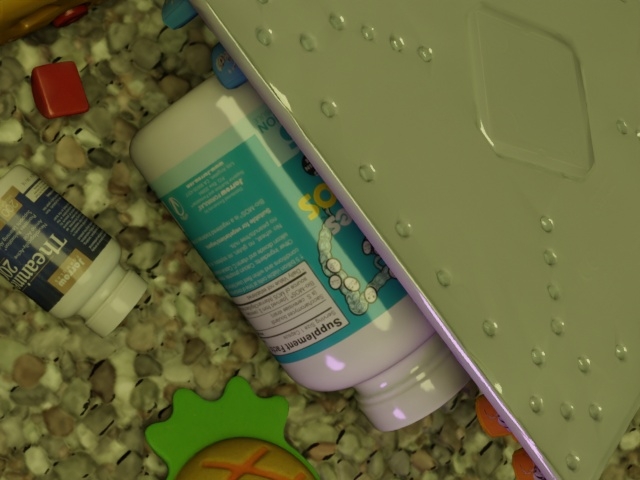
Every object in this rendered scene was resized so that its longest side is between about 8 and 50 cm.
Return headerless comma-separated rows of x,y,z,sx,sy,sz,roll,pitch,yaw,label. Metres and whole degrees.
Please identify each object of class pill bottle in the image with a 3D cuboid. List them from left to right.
-0.178,0.010,0.707,0.120,0.067,0.067,41,79,-11,pill bottle
0.000,0.000,0.718,0.146,0.146,0.264,-38,99,-14,pill bottle

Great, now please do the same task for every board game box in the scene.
0.130,-0.093,0.723,0.390,0.050,0.390,53,49,-8,board game box

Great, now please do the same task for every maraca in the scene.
-0.055,0.185,0.726,0.127,0.099,0.185,-9,65,-21,maraca

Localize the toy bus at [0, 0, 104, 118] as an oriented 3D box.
-0.213,-0.179,0.663,0.191,0.104,0.202,17,69,-29,toy bus
